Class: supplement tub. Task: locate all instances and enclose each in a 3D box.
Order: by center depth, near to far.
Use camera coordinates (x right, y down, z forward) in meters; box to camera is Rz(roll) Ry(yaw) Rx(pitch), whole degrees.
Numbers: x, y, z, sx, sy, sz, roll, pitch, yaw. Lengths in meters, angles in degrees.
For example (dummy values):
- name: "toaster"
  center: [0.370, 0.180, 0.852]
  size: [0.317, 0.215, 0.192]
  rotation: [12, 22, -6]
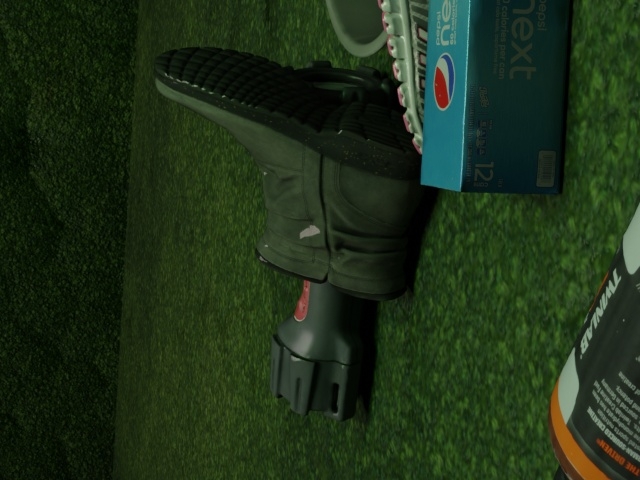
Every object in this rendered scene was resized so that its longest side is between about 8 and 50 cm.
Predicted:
- name: "supplement tub"
  center: [0.157, 0.053, 0.510]
  size: [0.106, 0.106, 0.198]
  rotation: [-106, 23, -46]

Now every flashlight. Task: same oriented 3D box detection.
- name: "flashlight"
  center: [0.000, 0.000, 1.087]
  size: [0.103, 0.103, 0.304]
  rotation: [-72, -11, -67]

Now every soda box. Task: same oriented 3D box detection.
- name: "soda box"
  center: [0.108, -0.135, 0.759]
  size: [0.071, 0.067, 0.210]
  rotation: [-158, 70, -73]

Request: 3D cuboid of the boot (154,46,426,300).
- name: "boot"
  center: [-0.034, -0.046, 0.985]
  size: [0.083, 0.246, 0.161]
  rotation: [-52, -19, -55]

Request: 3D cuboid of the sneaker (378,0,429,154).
- name: "sneaker"
  center: [0.090, -0.124, 0.839]
  size: [0.063, 0.074, 0.170]
  rotation: [-64, -38, -64]

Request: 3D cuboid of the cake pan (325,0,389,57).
- name: "cake pan"
  center: [0.061, -0.288, 0.956]
  size: [0.293, 0.054, 0.293]
  rotation: [-179, 90, -74]
